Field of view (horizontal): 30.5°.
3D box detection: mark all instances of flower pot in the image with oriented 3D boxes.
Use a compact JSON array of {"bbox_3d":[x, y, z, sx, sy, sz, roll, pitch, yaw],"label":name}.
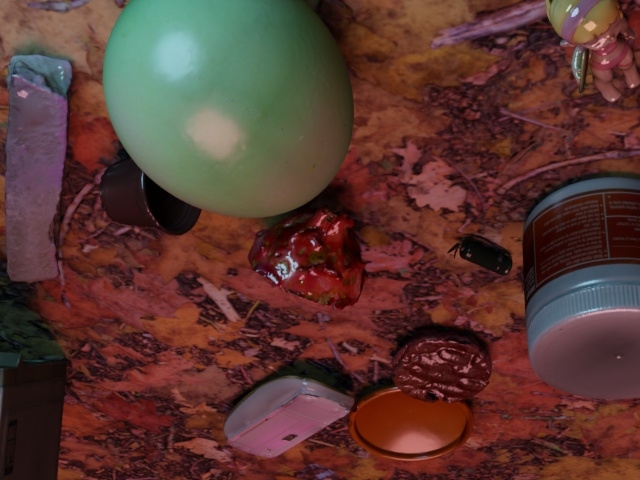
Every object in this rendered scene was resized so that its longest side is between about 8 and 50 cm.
[{"bbox_3d":[-0.200,-0.058,1.338,0.089,0.111,0.111,-5,144,33],"label":"flower pot"}]

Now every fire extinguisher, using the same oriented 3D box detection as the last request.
[{"bbox_3d":[0.198,0.016,1.450,0.083,0.025,0.038,21,103,-21],"label":"fire extinguisher"}]

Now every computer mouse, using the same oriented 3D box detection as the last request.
[{"bbox_3d":[-0.050,0.262,1.781,0.126,0.056,0.245,24,139,-25],"label":"computer mouse"}]

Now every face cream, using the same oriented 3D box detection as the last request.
[{"bbox_3d":[0.335,0.055,1.348,0.201,0.187,0.201,3,144,2],"label":"face cream"}]

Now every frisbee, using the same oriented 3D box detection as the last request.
[{"bbox_3d":[0.137,0.271,1.788,0.192,0.035,0.192,2,135,2],"label":"frisbee"}]

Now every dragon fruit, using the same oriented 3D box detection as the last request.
[{"bbox_3d":[0.000,0.000,1.398,0.153,0.153,0.111,21,107,-20],"label":"dragon fruit"}]

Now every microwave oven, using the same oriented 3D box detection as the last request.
[{"bbox_3d":[-0.493,0.283,1.576,0.218,0.286,0.355,5,176,1],"label":"microwave oven"}]

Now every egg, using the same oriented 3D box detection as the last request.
[{"bbox_3d":[-0.082,-0.135,1.112,0.220,0.220,0.269,-15,138,25],"label":"egg"}]

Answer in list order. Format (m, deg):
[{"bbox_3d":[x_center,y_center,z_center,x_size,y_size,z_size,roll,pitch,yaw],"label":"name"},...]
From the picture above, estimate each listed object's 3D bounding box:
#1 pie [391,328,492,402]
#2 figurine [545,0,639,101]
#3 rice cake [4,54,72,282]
[{"bbox_3d":[0.171,0.176,1.652,0.153,0.038,0.153,1,136,1],"label":"pie"},{"bbox_3d":[0.262,-0.195,1.133,0.083,0.083,0.187,-15,151,25],"label":"figurine"},{"bbox_3d":[-0.328,-0.072,1.358,0.070,0.064,0.399,3,145,-14],"label":"rice cake"}]
